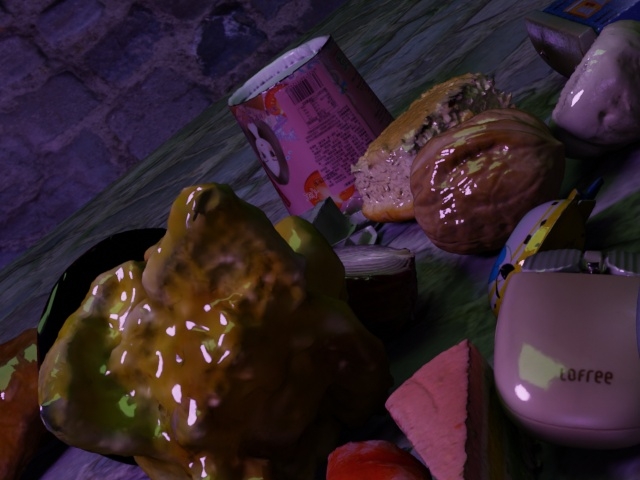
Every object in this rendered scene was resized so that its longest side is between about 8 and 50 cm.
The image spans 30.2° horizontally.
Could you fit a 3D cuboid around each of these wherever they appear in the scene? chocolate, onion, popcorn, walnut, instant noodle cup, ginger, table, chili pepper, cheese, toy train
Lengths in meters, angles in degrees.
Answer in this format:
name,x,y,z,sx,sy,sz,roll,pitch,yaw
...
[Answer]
name,x,y,z,sx,sy,sz,roll,pitch,yaw
chocolate,-0.204,0.139,1.355,0.283,0.283,0.186,-45,4,-34
onion,0.034,0.066,1.316,0.151,0.098,0.206,-9,10,-3
popcorn,-0.109,0.108,1.098,0.325,0.321,0.290,-20,9,-22
walnut,0.189,-0.068,1.326,0.184,0.155,0.155,-24,19,22
instant noodle cup,-0.004,-0.167,1.824,0.243,0.231,0.243,-32,17,11
ginger,-0.404,0.225,1.609,0.321,0.172,0.165,-45,-20,-26
table,0.000,0.000,1.647,0.175,0.062,0.146,-28,17,28
chili pepper,0.050,0.213,0.910,0.086,0.084,0.192,-30,14,7
cheese,0.223,0.007,1.158,0.250,0.064,0.157,-36,-25,-54
toy train,0.404,-0.302,1.606,0.202,0.131,0.300,-35,16,5

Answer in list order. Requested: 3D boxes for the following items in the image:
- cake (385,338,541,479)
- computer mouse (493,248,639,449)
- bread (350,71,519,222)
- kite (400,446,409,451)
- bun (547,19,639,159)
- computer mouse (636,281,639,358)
name,x,y,z,sx,sy,sz,roll,pitch,yaw
cake,0.105,0.174,0.875,0.090,0.109,0.225,-29,17,15
computer mouse,0.212,0.072,0.940,0.145,0.082,0.236,3,30,16
bread,0.152,-0.124,1.599,0.245,0.121,0.174,-48,14,-32
kite,0.044,0.213,1.063,0.090,0.004,0.122,-38,14,-17
bun,0.340,-0.159,1.359,0.183,0.102,0.183,-47,-20,-23
computer mouse,0.348,-0.016,0.868,0.374,0.114,0.203,-39,4,-42
